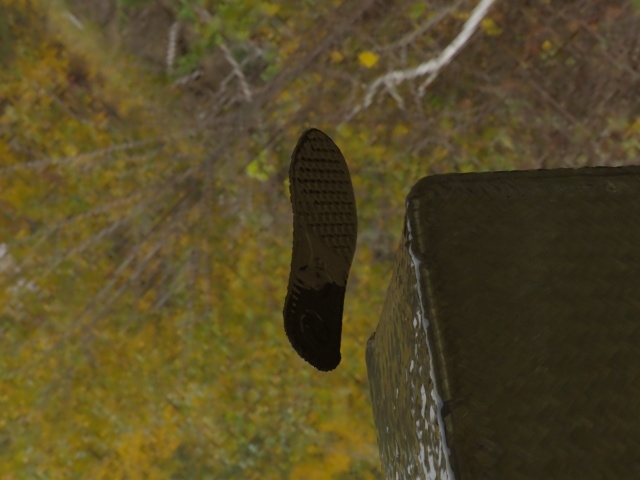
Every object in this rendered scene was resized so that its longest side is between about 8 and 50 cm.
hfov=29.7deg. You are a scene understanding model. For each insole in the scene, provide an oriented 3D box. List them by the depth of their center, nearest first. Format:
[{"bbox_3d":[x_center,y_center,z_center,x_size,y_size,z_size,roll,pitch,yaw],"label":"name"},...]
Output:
[{"bbox_3d":[0.000,0.000,0.512,0.045,0.002,0.135,39,-144,-28],"label":"insole"}]

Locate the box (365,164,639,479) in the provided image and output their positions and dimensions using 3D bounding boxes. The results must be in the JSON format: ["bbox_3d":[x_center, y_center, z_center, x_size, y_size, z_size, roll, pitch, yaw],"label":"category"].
[{"bbox_3d":[0.129,0.117,0.480,0.143,0.184,0.273,98,168,-58],"label":"box"}]
